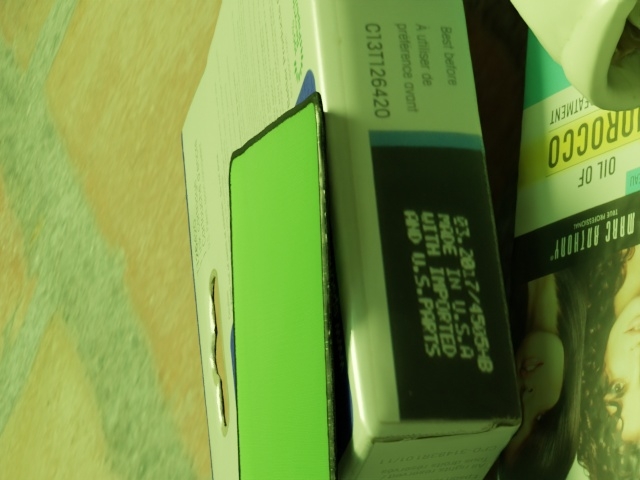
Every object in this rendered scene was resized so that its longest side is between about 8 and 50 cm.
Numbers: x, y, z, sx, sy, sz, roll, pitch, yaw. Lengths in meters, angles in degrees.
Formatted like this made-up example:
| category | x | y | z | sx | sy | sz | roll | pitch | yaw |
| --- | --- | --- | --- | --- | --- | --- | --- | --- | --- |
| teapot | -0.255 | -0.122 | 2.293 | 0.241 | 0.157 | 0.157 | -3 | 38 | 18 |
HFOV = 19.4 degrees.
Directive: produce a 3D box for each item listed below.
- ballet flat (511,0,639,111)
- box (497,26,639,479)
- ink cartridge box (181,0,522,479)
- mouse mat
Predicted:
| category | x | y | z | sx | sy | sz | roll | pitch | yaw |
| --- | --- | --- | --- | --- | --- | --- | --- | --- | --- |
| ballet flat | 0.201 | -0.141 | 0.479 | 0.400 | 0.139 | 0.139 | -26 | 53 | 43 |
| box | 0.119 | -0.023 | 0.649 | 0.100 | 0.060 | 0.244 | -25 | 55 | 57 |
| ink cartridge box | 0.000 | 0.000 | 0.799 | 0.307 | 0.072 | 0.303 | 109 | 157 | -61 |
| mouse mat | -0.016 | 0.031 | 0.706 | 0.190 | 0.007 | 0.152 | 159 | 109 | -78 |
